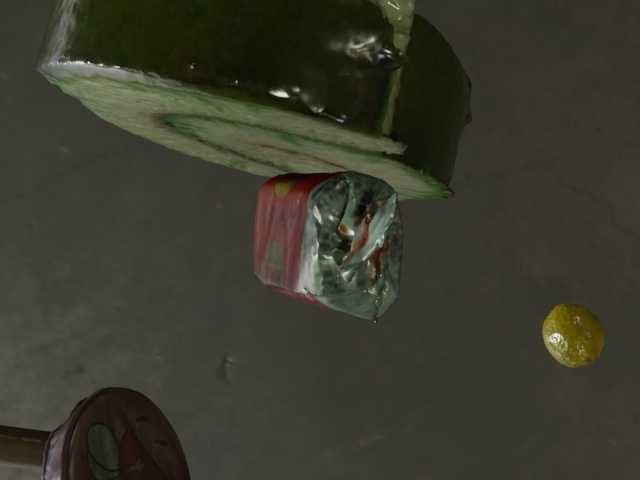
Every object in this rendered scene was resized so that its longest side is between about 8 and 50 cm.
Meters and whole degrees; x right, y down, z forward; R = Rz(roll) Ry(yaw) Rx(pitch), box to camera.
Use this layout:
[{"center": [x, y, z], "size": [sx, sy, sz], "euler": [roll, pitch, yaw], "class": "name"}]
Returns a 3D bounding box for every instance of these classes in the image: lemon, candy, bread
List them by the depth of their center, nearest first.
[{"center": [0.001, -0.001, 0.902], "size": [0.059, 0.292, 0.086], "euler": [4, 92, -16], "class": "candy"}, {"center": [-0.036, -0.137, 1.169], "size": [0.382, 0.366, 0.129], "euler": [3, 77, 64], "class": "bread"}, {"center": [0.270, 0.100, 1.558], "size": [0.065, 0.065, 0.092], "euler": [-28, 36, 11], "class": "lemon"}]

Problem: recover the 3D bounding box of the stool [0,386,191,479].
[{"center": [-0.293, 0.323, 1.780], "size": [0.178, 0.272, 0.272], "euler": [-11, 74, 24], "class": "stool"}]
